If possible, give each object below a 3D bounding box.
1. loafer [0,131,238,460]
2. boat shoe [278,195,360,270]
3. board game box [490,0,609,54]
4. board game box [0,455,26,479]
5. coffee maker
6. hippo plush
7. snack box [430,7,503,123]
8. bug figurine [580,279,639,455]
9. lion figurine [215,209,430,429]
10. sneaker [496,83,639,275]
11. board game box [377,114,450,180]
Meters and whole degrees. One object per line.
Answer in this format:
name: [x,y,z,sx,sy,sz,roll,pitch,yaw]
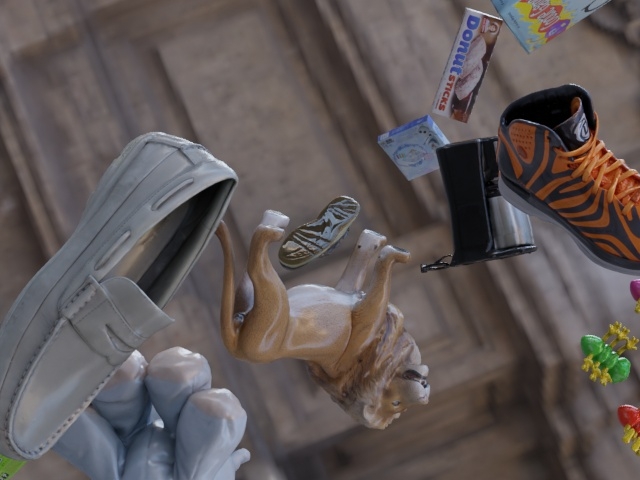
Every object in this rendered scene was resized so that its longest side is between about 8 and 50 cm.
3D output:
loafer: [-0.183,0.052,1.395,0.111,0.319,0.112,22,-11,36]
boat shoe: [0.000,0.000,2.142,0.056,0.152,0.049,32,-39,25]
board game box: [0.256,-0.317,1.460,0.144,0.275,0.142,60,11,17]
board game box: [-0.471,0.305,2.167,0.092,0.181,0.043,39,11,-36]
coffee maker: [0.220,-0.056,2.351,0.120,0.171,0.178,138,-57,-81]
hippo plush: [-0.163,0.263,2.002,0.294,0.234,0.236,57,12,15]
snack box: [0.237,-0.283,2.611,0.022,0.064,0.178,-91,-161,-75]
bug figurine: [0.498,0.171,2.360,0.216,0.279,0.072,45,-13,-9]
lion figurine: [-0.017,0.101,1.991,0.142,0.392,0.240,32,-75,54]
sneaker: [0.346,-0.080,2.011,0.321,0.124,0.180,26,-33,30]
board game box: [0.149,-0.141,2.454,0.090,0.090,0.020,50,33,-31]
